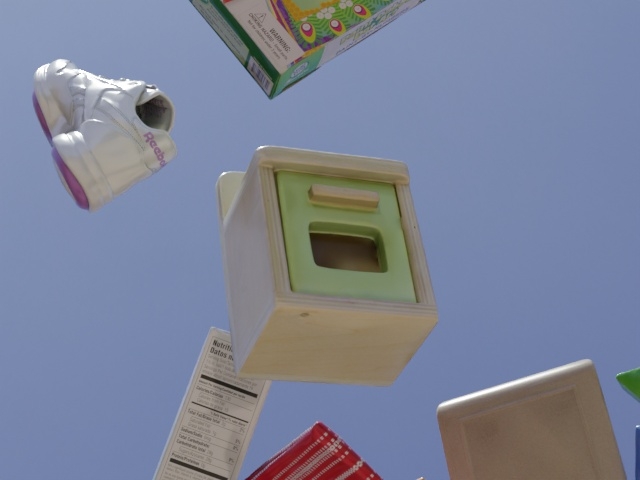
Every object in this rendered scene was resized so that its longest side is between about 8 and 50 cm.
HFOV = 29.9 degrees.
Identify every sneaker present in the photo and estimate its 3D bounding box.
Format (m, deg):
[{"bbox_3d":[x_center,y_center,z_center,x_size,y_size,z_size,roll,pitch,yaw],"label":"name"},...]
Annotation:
[{"bbox_3d":[-0.251,-0.139,1.418,0.152,0.305,0.114,-26,-52,-7],"label":"sneaker"}]

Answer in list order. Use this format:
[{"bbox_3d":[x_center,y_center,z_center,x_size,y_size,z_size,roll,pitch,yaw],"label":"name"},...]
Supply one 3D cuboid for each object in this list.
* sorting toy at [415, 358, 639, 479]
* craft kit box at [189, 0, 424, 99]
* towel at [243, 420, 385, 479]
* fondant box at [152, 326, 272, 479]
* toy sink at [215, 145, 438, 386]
[{"bbox_3d":[0.225,0.238,1.264,0.347,0.196,0.047,-19,-34,17],"label":"sorting toy"},{"bbox_3d":[-0.021,-0.286,1.068,0.246,0.061,0.250,-35,-100,-24],"label":"craft kit box"},{"bbox_3d":[0.049,0.318,1.221,0.275,0.031,0.199,45,-41,2],"label":"towel"},{"bbox_3d":[-0.154,0.287,1.468,0.096,0.238,0.330,21,-104,-3],"label":"fondant box"},{"bbox_3d":[0.000,0.000,1.103,0.152,0.234,0.131,6,-39,-19],"label":"toy sink"}]
